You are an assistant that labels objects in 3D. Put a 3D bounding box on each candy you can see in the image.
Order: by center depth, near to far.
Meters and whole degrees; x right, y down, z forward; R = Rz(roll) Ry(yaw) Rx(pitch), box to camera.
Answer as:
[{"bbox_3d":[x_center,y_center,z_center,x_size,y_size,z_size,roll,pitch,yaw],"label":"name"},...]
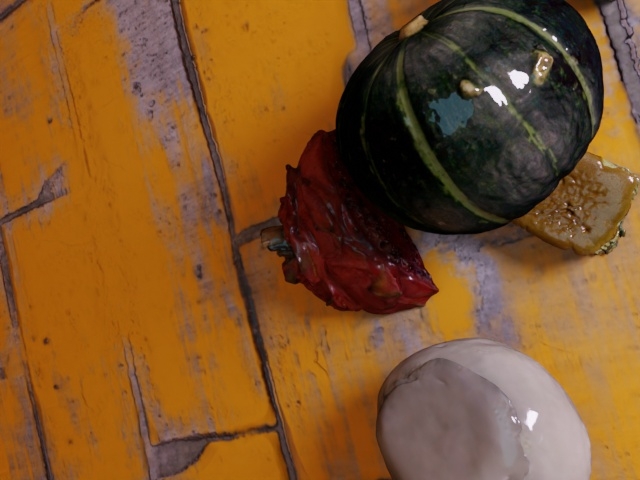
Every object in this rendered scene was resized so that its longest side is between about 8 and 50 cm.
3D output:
[{"bbox_3d":[0.206,0.259,0.893,0.296,0.185,0.295,7,99,48],"label":"candy"}]

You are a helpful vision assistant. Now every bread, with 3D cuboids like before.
[{"bbox_3d":[0.320,-0.052,0.872,0.140,0.069,0.127,27,105,27],"label":"bread"}]

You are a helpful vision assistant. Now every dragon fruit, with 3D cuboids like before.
[{"bbox_3d":[0.000,0.000,1.030,0.205,0.152,0.316,-39,72,29],"label":"dragon fruit"}]

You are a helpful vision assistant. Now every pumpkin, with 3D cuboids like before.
[{"bbox_3d":[0.171,-0.160,0.829,0.323,0.323,0.241,-35,115,29],"label":"pumpkin"}]
